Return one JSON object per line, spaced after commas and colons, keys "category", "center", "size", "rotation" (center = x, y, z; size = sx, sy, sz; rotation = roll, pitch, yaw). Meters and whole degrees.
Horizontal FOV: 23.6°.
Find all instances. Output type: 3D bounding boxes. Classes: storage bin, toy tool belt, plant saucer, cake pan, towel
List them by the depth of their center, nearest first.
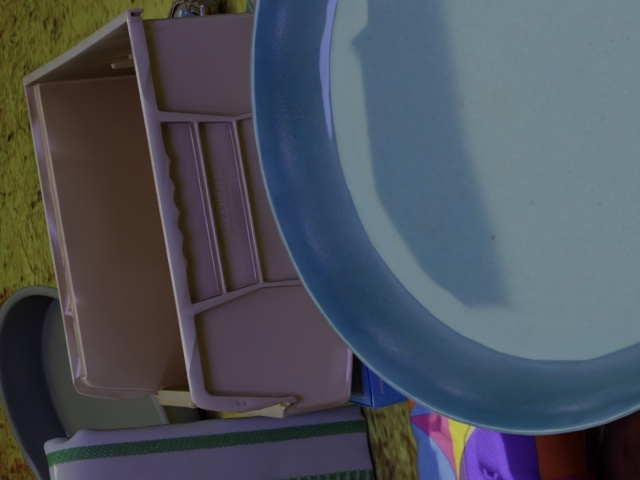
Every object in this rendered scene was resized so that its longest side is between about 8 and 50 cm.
{"category": "plant saucer", "center": [0.088, -0.073, 0.692], "size": [0.317, 0.043, 0.318], "rotation": [8, 100, 46]}
{"category": "towel", "center": [-0.050, 0.276, 0.997], "size": [0.038, 0.247, 0.325], "rotation": [-28, 68, 55]}
{"category": "storage bin", "center": [-0.096, -0.010, 1.054], "size": [0.262, 0.123, 0.261], "rotation": [-9, 90, 65]}
{"category": "toy tool belt", "center": [-0.104, -0.165, 1.281], "size": [0.051, 0.052, 0.083], "rotation": [-114, 26, -57]}
{"category": "cake pan", "center": [-0.213, 0.171, 1.500], "size": [0.293, 0.054, 0.293], "rotation": [25, 128, 38]}

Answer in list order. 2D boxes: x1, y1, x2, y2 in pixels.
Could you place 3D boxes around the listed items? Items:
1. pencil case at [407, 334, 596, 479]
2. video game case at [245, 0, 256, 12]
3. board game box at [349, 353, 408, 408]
{"category": "pencil case", "center": [0.102, 0.158, 0.780], "size": [0.104, 0.104, 0.236], "rotation": [159, 105, -68]}
{"category": "video game case", "center": [-0.025, -0.124, 1.137], "size": [0.157, 0.019, 0.143], "rotation": [-120, 32, -45]}
{"category": "board game box", "center": [0.000, 0.000, 1.048], "size": [0.160, 0.039, 0.212], "rotation": [3, 102, 64]}
